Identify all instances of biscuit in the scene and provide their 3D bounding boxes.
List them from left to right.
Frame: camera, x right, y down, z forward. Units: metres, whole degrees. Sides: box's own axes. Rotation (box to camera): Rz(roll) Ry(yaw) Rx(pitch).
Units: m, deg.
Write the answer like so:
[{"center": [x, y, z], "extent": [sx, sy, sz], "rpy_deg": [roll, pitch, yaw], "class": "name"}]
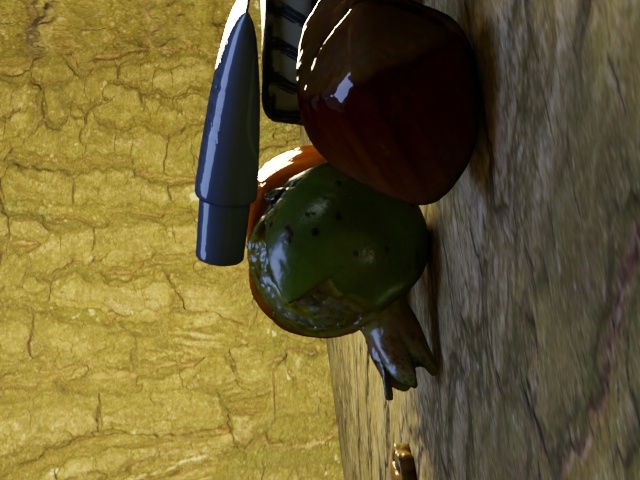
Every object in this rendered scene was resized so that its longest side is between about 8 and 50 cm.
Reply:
[{"center": [0.126, 0.428, 2.057], "extent": [0.184, 0.035, 0.248], "rpy_deg": [-100, 7, -53], "class": "biscuit"}]

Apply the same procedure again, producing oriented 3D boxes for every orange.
[{"center": [0.000, 0.000, 1.969], "extent": [0.284, 0.226, 0.283], "rpy_deg": [175, 90, -81], "class": "orange"}]

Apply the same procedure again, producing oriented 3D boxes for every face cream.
[{"center": [-0.120, -0.155, 1.836], "extent": [0.135, 0.086, 0.385], "rpy_deg": [-111, 27, -70], "class": "face cream"}]

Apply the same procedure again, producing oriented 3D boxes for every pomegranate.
[{"center": [0.048, 0.045, 1.663], "extent": [0.302, 0.236, 0.236], "rpy_deg": [52, 175, 1], "class": "pomegranate"}]

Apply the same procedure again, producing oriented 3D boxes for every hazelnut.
[{"center": [0.072, -0.138, 1.263], "extent": [0.181, 0.181, 0.212], "rpy_deg": [-58, 26, 32], "class": "hazelnut"}]

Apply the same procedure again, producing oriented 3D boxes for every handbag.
[{"center": [0.002, -0.375, 1.806], "extent": [0.327, 0.163, 0.325], "rpy_deg": [91, -176, -51], "class": "handbag"}]
